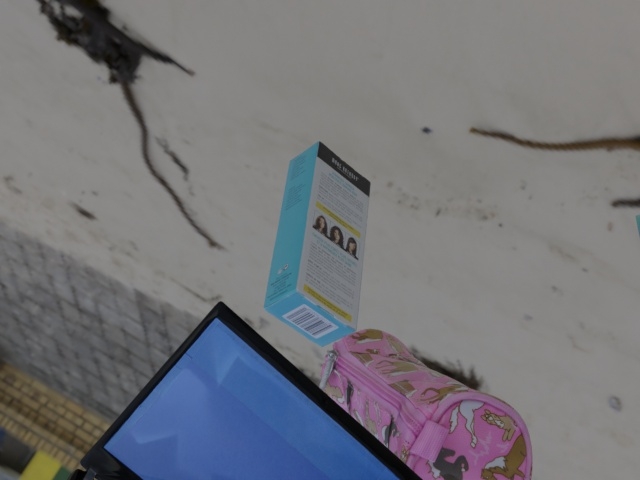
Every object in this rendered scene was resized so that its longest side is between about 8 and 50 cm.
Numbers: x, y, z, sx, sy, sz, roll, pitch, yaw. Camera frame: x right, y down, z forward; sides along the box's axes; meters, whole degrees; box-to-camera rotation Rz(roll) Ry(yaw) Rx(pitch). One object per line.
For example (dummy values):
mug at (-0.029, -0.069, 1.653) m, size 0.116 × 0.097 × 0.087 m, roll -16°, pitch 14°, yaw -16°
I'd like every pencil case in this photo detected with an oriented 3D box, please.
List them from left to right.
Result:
pencil case at (0.117, 0.222, 1.148) m, size 0.167 × 0.160 × 0.386 m, roll -6°, pitch -172°, yaw -16°

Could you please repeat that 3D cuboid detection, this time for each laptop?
laptop at (-0.056, 0.218, 0.620) m, size 0.234 × 0.136 × 0.264 m, roll 43°, pitch -156°, yaw -12°

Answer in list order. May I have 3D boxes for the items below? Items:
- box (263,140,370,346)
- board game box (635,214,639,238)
box at (0.000, 0.000, 1.125) m, size 0.060 × 0.244 × 0.100 m, roll -30°, pitch 127°, yaw 36°
board game box at (0.386, 0.015, 0.849) m, size 0.160 × 0.210 × 0.047 m, roll -15°, pitch 108°, yaw 20°
